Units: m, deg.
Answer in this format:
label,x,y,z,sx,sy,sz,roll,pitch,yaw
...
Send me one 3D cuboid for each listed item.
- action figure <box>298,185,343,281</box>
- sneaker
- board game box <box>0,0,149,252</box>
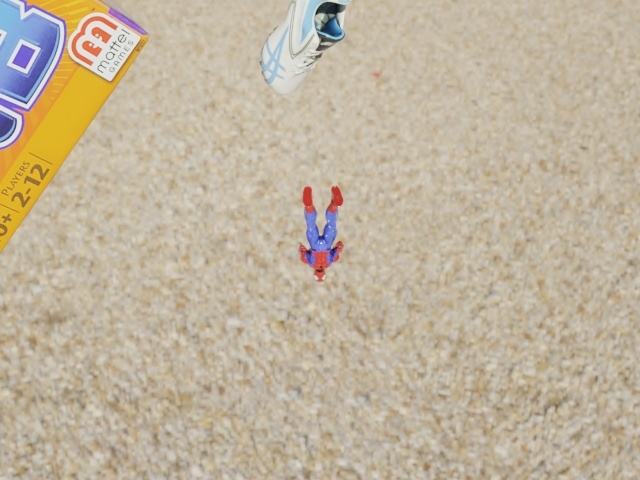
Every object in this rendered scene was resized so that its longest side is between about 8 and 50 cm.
label,x,y,z,sx,sy,sz,roll,pitch,yaw
action figure,0.000,0.000,0.804,0.038,0.115,0.030,-6,58,-4
sneaker,-0.017,-0.269,1.324,0.085,0.237,0.086,-28,71,-32
board game box,-0.460,-0.209,0.993,0.356,0.356,0.356,29,12,-40
